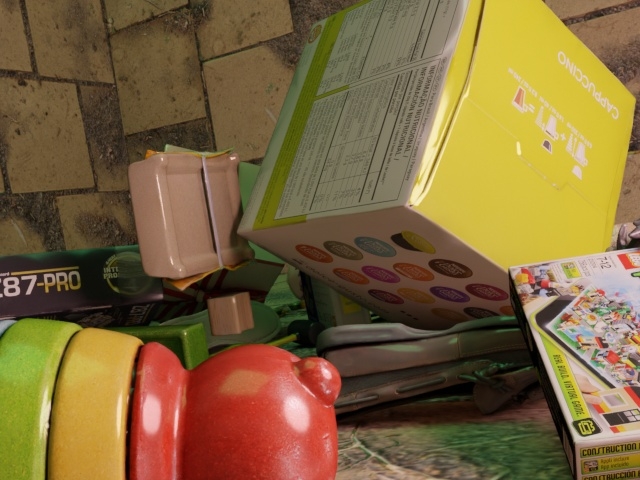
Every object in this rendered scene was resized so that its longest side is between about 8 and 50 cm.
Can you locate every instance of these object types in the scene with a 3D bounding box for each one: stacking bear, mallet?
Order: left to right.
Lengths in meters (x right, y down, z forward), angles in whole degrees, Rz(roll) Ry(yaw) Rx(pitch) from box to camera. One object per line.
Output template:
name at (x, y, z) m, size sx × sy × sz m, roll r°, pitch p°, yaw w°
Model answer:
stacking bear at (-0.132, 0.119, 0.446) m, size 0.288 × 0.176 × 0.164 m, roll -2°, pitch 8°, yaw -4°
mallet at (-0.071, 0.157, 1.133) m, size 0.062 × 0.039 × 0.189 m, roll -5°, pitch 8°, yaw 45°

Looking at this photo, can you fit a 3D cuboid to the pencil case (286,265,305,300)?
pencil case at (0.125, 0.047, 1.802) m, size 0.410 × 0.160 × 0.183 m, roll -9°, pitch 16°, yaw 35°

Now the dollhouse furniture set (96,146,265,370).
dollhouse furniture set at (-0.192, 0.041, 0.982) m, size 0.151 × 0.302 × 0.197 m, roll -7°, pitch 3°, yaw 24°

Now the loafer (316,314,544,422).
loafer at (0.122, 0.119, 0.662) m, size 0.267 × 0.084 × 0.096 m, roll -5°, pitch -29°, yaw 23°

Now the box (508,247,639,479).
box at (0.204, 0.074, 0.527) m, size 0.114 × 0.036 × 0.207 m, roll -10°, pitch 27°, yaw 6°

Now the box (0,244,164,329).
box at (-0.421, 0.119, 1.145) m, size 0.318 × 0.097 × 0.395 m, roll -3°, pitch -19°, yaw -21°

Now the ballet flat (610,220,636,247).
ballet flat at (0.529, 0.023, 1.159) m, size 0.315 × 0.108 × 0.106 m, roll -10°, pitch 14°, yaw 5°

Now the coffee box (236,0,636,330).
coffee box at (0.157, -0.097, 1.005) m, size 0.337 × 0.338 × 0.334 m, roll 31°, pitch -22°, yaw -32°

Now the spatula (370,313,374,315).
spatula at (0.180, 0.061, 1.278) m, size 0.084 × 0.030 × 0.296 m, roll -5°, pitch -32°, yaw -46°

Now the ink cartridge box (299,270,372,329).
ink cartridge box at (0.000, 0.000, 1.324) m, size 0.072 × 0.307 × 0.303 m, roll -10°, pitch 1°, yaw -9°

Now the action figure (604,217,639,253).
action figure at (0.322, 0.046, 0.725) m, size 0.164 × 0.141 × 0.276 m, roll -8°, pitch -15°, yaw -17°

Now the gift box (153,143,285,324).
gift box at (-0.201, 0.025, 1.394) m, size 0.255 × 0.258 × 0.276 m, roll 9°, pitch -41°, yaw -14°

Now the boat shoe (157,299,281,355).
boat shoe at (-0.163, 0.145, 1.159) m, size 0.227 × 0.081 × 0.069 m, roll -8°, pitch -29°, yaw -41°

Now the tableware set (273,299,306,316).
tableware set at (-0.087, 0.152, 1.706) m, size 0.154 × 0.024 × 0.104 m, roll -11°, pitch 1°, yaw -36°
